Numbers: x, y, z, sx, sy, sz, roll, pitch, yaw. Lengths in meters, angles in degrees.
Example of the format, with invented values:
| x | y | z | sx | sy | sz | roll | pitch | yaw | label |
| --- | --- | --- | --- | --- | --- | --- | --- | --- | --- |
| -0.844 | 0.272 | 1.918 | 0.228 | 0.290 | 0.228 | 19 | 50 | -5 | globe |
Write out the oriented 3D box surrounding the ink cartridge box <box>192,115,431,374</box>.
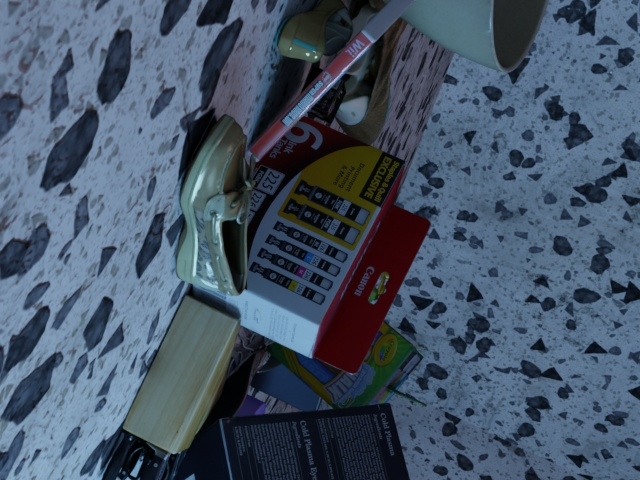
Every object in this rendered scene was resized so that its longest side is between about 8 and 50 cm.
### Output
| x | y | z | sx | sy | sz | roll | pitch | yaw | label |
| --- | --- | --- | --- | --- | --- | --- | --- | --- | --- |
| 0.000 | 0.000 | 1.522 | 0.130 | 0.272 | 0.309 | 101 | 15 | -61 | ink cartridge box |

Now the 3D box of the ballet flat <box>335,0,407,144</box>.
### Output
| x | y | z | sx | sy | sz | roll | pitch | yaw | label |
| --- | --- | --- | --- | --- | --- | --- | --- | --- | --- |
| 0.066 | -0.291 | 1.732 | 0.124 | 0.116 | 0.342 | -31 | 150 | -40 | ballet flat |

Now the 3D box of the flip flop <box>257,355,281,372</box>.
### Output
| x | y | z | sx | sy | sz | roll | pitch | yaw | label |
| --- | --- | --- | --- | --- | --- | --- | --- | --- | --- |
| -0.087 | 0.149 | 2.098 | 0.277 | 0.112 | 0.080 | -67 | -172 | -25 | flip flop |

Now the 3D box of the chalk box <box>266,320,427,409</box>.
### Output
| x | y | z | sx | sy | sz | roll | pitch | yaw | label |
| --- | --- | --- | --- | --- | --- | --- | --- | --- | --- |
| 0.066 | 0.222 | 1.878 | 0.179 | 0.289 | 0.180 | -49 | 163 | -2 | chalk box |

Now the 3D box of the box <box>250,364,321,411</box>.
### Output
| x | y | z | sx | sy | sz | roll | pitch | yaw | label |
| --- | --- | --- | --- | --- | --- | --- | --- | --- | --- |
| -0.014 | 0.186 | 2.338 | 0.296 | 0.183 | 0.294 | 103 | 13 | -52 | box |

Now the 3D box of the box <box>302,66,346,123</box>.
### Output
| x | y | z | sx | sy | sz | roll | pitch | yaw | label |
| --- | --- | --- | --- | --- | --- | --- | --- | --- | --- |
| 0.005 | -0.232 | 1.648 | 0.062 | 0.052 | 0.083 | -63 | 173 | -5 | box |

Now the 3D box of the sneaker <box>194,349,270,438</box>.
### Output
| x | y | z | sx | sy | sz | roll | pitch | yaw | label |
| --- | --- | --- | --- | --- | --- | --- | --- | --- | --- |
| -0.161 | 0.257 | 1.914 | 0.145 | 0.090 | 0.270 | 85 | 28 | -70 | sneaker |

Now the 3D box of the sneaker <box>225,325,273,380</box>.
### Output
| x | y | z | sx | sy | sz | roll | pitch | yaw | label |
| --- | --- | --- | --- | --- | --- | --- | --- | --- | --- |
| -0.122 | 0.155 | 1.763 | 0.281 | 0.115 | 0.105 | -62 | 172 | -25 | sneaker |

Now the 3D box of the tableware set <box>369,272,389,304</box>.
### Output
| x | y | z | sx | sy | sz | roll | pitch | yaw | label |
| --- | --- | --- | --- | --- | --- | --- | --- | --- | --- |
| 0.127 | 0.116 | 2.343 | 0.154 | 0.024 | 0.104 | -51 | 160 | -57 | tableware set |

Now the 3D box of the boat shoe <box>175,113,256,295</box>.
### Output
| x | y | z | sx | sy | sz | roll | pitch | yaw | label |
| --- | --- | --- | --- | --- | --- | --- | --- | --- | --- |
| -0.118 | -0.039 | 1.284 | 0.104 | 0.089 | 0.285 | -59 | 170 | -37 | boat shoe |

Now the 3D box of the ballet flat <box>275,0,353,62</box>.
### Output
| x | y | z | sx | sy | sz | roll | pitch | yaw | label |
| --- | --- | --- | --- | --- | --- | --- | --- | --- | --- |
| 0.006 | -0.284 | 1.412 | 0.232 | 0.073 | 0.080 | -52 | 165 | -61 | ballet flat |

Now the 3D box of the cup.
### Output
| x | y | z | sx | sy | sz | roll | pitch | yaw | label |
| --- | --- | --- | --- | --- | --- | --- | --- | --- | --- |
| 0.200 | -0.432 | 1.514 | 0.331 | 0.237 | 0.331 | -48 | 146 | -48 | cup |

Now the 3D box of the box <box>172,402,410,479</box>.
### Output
| x | y | z | sx | sy | sz | roll | pitch | yaw | label |
| --- | --- | --- | --- | --- | --- | --- | --- | --- | --- |
| -0.074 | 0.412 | 1.695 | 0.343 | 0.313 | 0.178 | -44 | -126 | 51 | box |

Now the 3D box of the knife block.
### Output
| x | y | z | sx | sy | sz | roll | pitch | yaw | label |
| --- | --- | --- | --- | --- | --- | --- | --- | --- | --- |
| -0.222 | 0.248 | 1.479 | 0.242 | 0.088 | 0.275 | -58 | 170 | -47 | knife block |

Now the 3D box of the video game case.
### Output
| x | y | z | sx | sy | sz | roll | pitch | yaw | label |
| --- | --- | --- | --- | --- | --- | --- | --- | --- | --- |
| 0.024 | -0.237 | 1.417 | 0.285 | 0.025 | 0.204 | -41 | -173 | 43 | video game case |

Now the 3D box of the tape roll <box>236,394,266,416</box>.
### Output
| x | y | z | sx | sy | sz | roll | pitch | yaw | label |
| --- | --- | --- | --- | --- | --- | --- | --- | --- | --- |
| -0.215 | 0.448 | 2.164 | 0.274 | 0.090 | 0.275 | -62 | 172 | -16 | tape roll |
